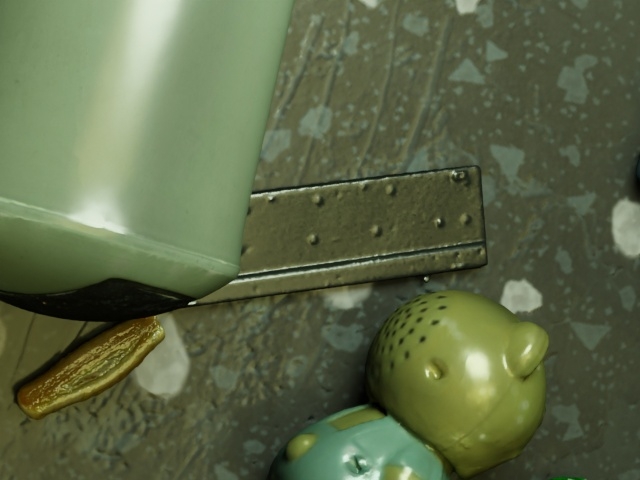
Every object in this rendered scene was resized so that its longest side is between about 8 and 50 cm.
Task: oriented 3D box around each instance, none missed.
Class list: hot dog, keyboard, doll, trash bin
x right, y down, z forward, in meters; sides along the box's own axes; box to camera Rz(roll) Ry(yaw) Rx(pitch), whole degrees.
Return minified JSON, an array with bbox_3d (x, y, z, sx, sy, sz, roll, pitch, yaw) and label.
[{"bbox_3d":[-0.191,0.108,1.579,0.137,0.028,0.044,-34,79,-14],"label":"hot dog"},{"bbox_3d":[0.000,0.000,1.634,0.310,0.018,0.101,-8,97,-17],"label":"keyboard"},{"bbox_3d":[0.082,0.160,1.598,0.161,0.177,0.260,42,87,-18],"label":"doll"},{"bbox_3d":[-0.159,-0.153,1.438,0.280,0.280,0.432,16,87,-19],"label":"trash bin"}]

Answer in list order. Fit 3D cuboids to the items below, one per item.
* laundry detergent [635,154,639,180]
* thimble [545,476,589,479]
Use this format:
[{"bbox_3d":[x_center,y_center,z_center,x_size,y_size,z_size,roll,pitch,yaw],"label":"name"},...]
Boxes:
[{"bbox_3d":[0.366,-0.035,1.715,0.143,0.094,0.289,-19,98,-11],"label":"laundry detergent"},{"bbox_3d":[0.222,0.277,1.697,0.130,0.090,0.118,-45,109,-7],"label":"thimble"}]
